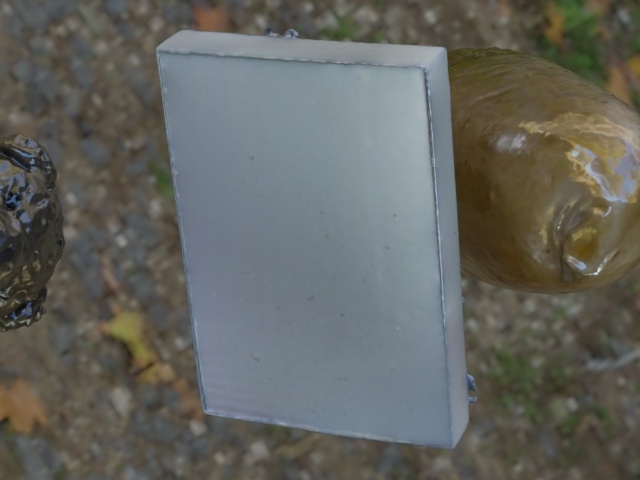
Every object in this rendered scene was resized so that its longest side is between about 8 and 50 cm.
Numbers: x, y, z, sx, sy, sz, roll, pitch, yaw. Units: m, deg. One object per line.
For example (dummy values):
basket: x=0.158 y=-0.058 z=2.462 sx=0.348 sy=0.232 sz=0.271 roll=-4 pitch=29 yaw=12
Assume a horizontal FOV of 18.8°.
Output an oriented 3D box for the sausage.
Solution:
sausage: x=0.063 y=-0.044 z=1.116 sx=0.123 sy=0.136 sz=0.501 roll=28 pitch=-8 yaw=-19

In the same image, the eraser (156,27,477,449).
eraser: x=0.000 y=0.000 z=0.684 sx=0.023 sy=0.104 sz=0.150 roll=-48 pitch=139 yaw=-54

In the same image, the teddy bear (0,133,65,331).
teddy bear: x=-0.251 y=-0.001 z=1.199 sx=0.190 sy=0.177 sz=0.140 roll=0 pitch=16 yaw=-27
